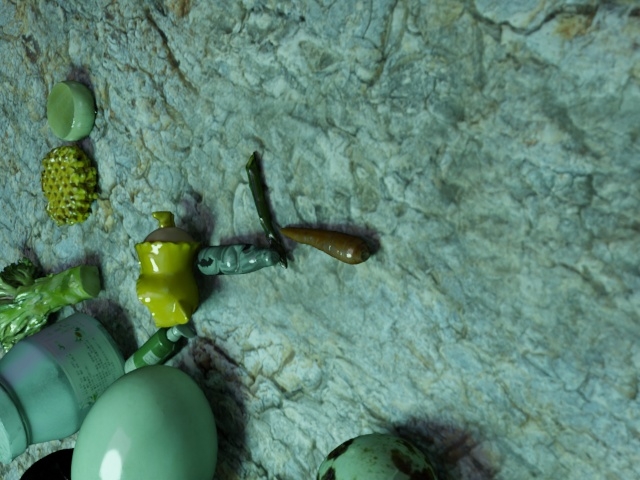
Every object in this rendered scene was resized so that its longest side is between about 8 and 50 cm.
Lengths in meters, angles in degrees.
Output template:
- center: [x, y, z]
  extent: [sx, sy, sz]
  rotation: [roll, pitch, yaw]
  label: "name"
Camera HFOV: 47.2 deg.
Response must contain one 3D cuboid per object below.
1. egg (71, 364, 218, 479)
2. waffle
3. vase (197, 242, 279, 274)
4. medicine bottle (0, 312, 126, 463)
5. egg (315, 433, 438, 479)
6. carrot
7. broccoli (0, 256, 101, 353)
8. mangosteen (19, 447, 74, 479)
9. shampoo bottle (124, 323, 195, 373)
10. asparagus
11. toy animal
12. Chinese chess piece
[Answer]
- center: [-0.343, 0.428, 1.440]
  extent: [0.276, 0.276, 0.389]
  rotation: [24, 109, 37]
  label: "egg"
- center: [-0.608, -0.133, 1.765]
  extent: [0.197, 0.070, 0.193]
  rotation: [-15, 83, 43]
  label: "waffle"
- center: [-0.150, 0.035, 1.376]
  extent: [0.211, 0.060, 0.060]
  rotation: [-3, 91, 47]
  label: "vase"
- center: [-0.604, 0.328, 1.612]
  extent: [0.245, 0.290, 0.245]
  rotation: [21, 126, 33]
  label: "medicine bottle"
- center: [0.082, 0.388, 1.146]
  extent: [0.231, 0.169, 0.169]
  rotation: [-12, 85, 53]
  label: "egg"
- center: [0.000, 0.000, 1.271]
  extent: [0.216, 0.048, 0.048]
  rotation: [17, 104, 43]
  label: "carrot"
- center: [-0.681, 0.163, 1.785]
  extent: [0.361, 0.221, 0.252]
  rotation: [-1, 57, 40]
  label: "broccoli"
- center: [-0.561, 0.597, 1.673]
  extent: [0.287, 0.287, 0.233]
  rotation: [32, 104, 34]
  label: "mangosteen"
- center: [-0.346, 0.234, 1.573]
  extent: [0.204, 0.065, 0.065]
  rotation: [-41, 67, 35]
  label: "shampoo bottle"
- center: [-0.103, -0.054, 1.362]
  extent: [0.034, 0.027, 0.236]
  rotation: [-31, 73, 49]
  label: "asparagus"
- center: [-0.301, 0.056, 1.466]
  extent: [0.156, 0.156, 0.230]
  rotation: [-8, 90, 41]
  label: "toy animal"
- center: [-0.593, -0.308, 1.744]
  extent: [0.144, 0.058, 0.144]
  rotation: [4, 95, 42]
  label: "Chinese chess piece"
